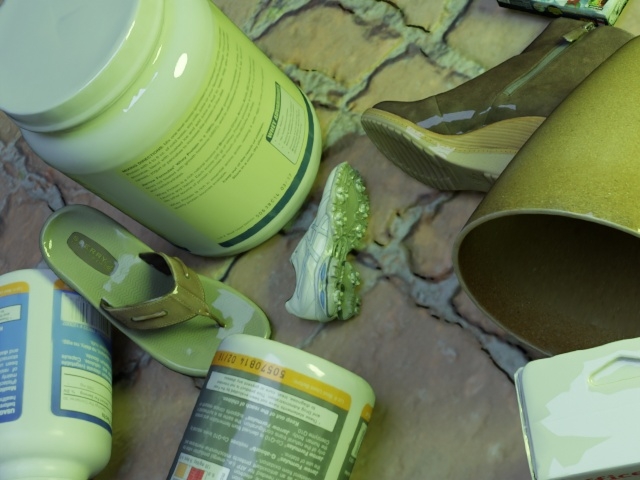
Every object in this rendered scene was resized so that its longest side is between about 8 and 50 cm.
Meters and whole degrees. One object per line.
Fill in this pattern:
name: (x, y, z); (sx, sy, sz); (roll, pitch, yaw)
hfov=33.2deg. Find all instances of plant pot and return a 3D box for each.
plant pot: (0.267, -0.046, 0.907); (0.237, 0.237, 0.254); (8, 56, 34)

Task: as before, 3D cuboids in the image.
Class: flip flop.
flip flop: (-0.180, 0.050, 1.141); (0.277, 0.080, 0.112); (35, 75, 4)

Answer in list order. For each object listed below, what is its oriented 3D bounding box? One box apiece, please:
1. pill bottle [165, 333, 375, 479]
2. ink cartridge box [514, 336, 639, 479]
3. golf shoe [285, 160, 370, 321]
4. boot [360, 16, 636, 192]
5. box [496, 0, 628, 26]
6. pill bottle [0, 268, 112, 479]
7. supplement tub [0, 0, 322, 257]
pill bottle: (-0.065, 0.239, 0.988); (0.162, 0.162, 0.278); (11, 73, 35)
ink cartridge box: (0.256, 0.145, 0.802); (0.154, 0.212, 0.093); (-18, 59, 23)
golf shoe: (0.000, 0.000, 1.130); (0.086, 0.069, 0.176); (-8, 62, 36)
boot: (0.183, -0.145, 1.096); (0.248, 0.090, 0.207); (24, 66, 42)
box: (0.262, -0.275, 1.120); (0.137, 0.027, 0.094); (24, 74, 38)
pill bottle: (-0.305, 0.181, 1.173); (0.152, 0.152, 0.272); (-19, 58, 23)
supplement tub: (-0.169, -0.142, 1.138); (0.235, 0.325, 0.235); (-14, 60, 26)
